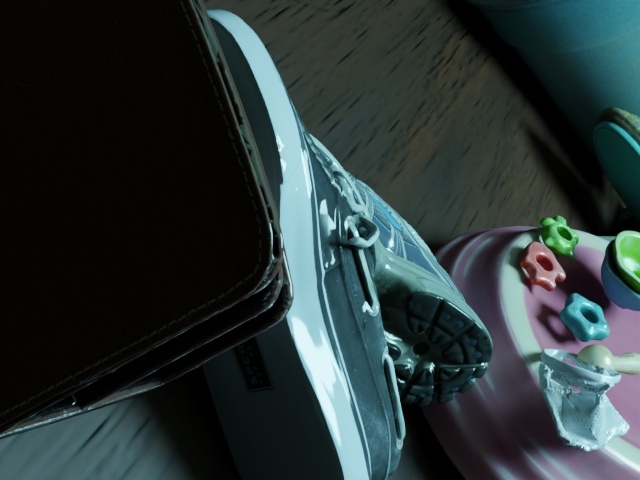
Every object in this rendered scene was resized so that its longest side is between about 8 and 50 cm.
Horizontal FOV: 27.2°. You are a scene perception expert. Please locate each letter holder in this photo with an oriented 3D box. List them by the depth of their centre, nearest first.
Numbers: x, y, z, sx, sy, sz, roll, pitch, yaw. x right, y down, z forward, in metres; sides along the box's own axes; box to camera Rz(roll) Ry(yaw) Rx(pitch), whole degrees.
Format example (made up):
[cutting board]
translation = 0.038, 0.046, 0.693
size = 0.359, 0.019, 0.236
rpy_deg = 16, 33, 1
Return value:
[letter holder]
translation = -0.114, -0.087, 0.651
size = 0.152, 0.214, 0.302
rpy_deg = -10, 73, -61

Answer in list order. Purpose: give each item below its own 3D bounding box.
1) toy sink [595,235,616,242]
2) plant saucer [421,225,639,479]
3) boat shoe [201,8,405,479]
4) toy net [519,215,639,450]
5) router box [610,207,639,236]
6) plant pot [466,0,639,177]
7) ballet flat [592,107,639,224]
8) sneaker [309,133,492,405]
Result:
[toy sink]
translation = 0.374, 0.086, 1.361
size = 0.153, 0.234, 0.131
rpy_deg = -55, 143, -60
[plant saucer]
translation = 0.223, 0.110, 1.056
size = 0.332, 0.084, 0.332
rpy_deg = 22, 40, -20
[boat shoe]
translation = -0.016, 0.013, 0.770
size = 0.105, 0.113, 0.306
rpy_deg = -28, 101, -50
[toy net]
translation = 0.201, 0.058, 0.984
size = 0.122, 0.045, 0.232
rpy_deg = 36, 37, -4
[router box]
translation = 0.392, 0.037, 1.552
size = 0.133, 0.046, 0.179
rpy_deg = 58, 28, -6
[plant pot]
translation = 0.374, -0.253, 1.528
size = 0.334, 0.341, 0.341
rpy_deg = 54, 28, -31
[ballet flat]
translation = 0.422, -0.014, 1.463
size = 0.348, 0.123, 0.123
rpy_deg = 59, 28, -10
[sneaker]
translation = 0.000, 0.000, 0.912
size = 0.283, 0.110, 0.122
rpy_deg = 46, 13, -30
